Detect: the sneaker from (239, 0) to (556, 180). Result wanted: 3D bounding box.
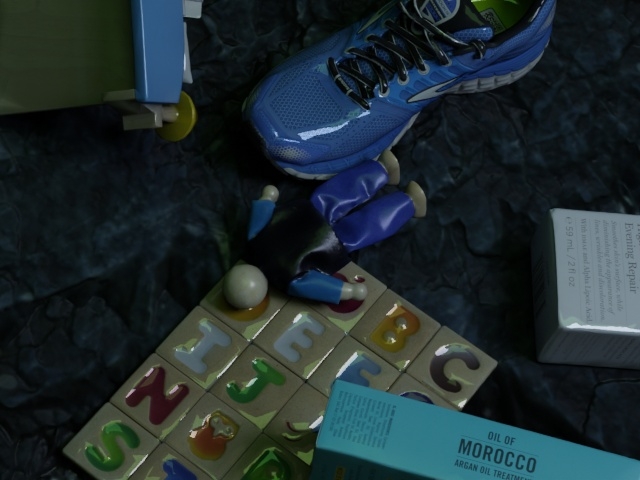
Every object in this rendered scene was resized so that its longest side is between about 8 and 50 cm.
[{"bbox_3d":[0.073,-0.171,1.505,0.330,0.147,0.130,-31,73,-21],"label":"sneaker"}]

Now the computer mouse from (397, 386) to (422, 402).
[{"bbox_3d":[0.107,0.223,1.381,0.071,0.041,0.242,-15,68,-16],"label":"computer mouse"}]

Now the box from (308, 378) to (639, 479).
[{"bbox_3d":[0.117,0.182,1.320,0.244,0.100,0.060,15,61,4],"label":"box"}]

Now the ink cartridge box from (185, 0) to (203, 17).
[{"bbox_3d":[-0.128,-0.246,1.571,0.048,0.028,0.083,5,64,-7],"label":"ink cartridge box"}]

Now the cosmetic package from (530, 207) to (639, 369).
[{"bbox_3d":[0.300,0.047,1.477,0.231,0.085,0.117,3,65,-7],"label":"cosmetic package"}]

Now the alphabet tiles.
[{"bbox_3d":[-0.024,0.169,1.380,0.285,0.011,0.342,35,63,16],"label":"alphabet tiles"}]

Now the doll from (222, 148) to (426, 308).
[{"bbox_3d":[0.000,0.000,1.447,0.189,0.046,0.129,-31,72,-20],"label":"doll"}]

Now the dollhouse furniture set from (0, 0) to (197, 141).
[{"bbox_3d":[-0.211,-0.226,1.517,0.286,0.198,0.303,-5,89,33],"label":"dollhouse furniture set"}]
